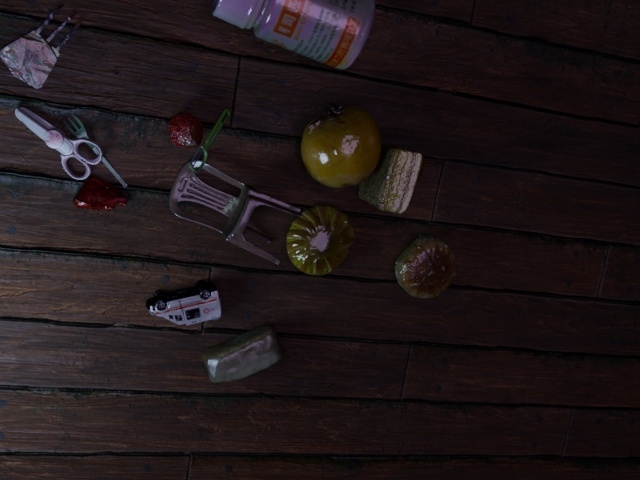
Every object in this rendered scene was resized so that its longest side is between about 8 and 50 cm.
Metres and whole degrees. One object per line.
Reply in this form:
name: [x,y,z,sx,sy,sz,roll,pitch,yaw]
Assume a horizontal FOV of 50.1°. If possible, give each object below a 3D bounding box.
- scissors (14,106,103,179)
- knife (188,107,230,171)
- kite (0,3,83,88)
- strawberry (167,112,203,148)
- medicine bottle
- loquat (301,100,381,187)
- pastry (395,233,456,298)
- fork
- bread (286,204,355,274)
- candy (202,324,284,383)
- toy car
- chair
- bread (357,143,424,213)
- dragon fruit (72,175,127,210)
scissors: [-0.691,-0.267,1.796,0.242,0.030,0.118,40,107,-16]
knife: [-0.296,-0.273,1.877,0.212,0.015,0.054,-64,148,-20]
kite: [-0.709,-0.507,1.752,0.127,0.016,0.229,39,91,-23]
strawberry: [-0.363,-0.294,1.850,0.106,0.106,0.106,-3,103,-14]
medicine bottle: [-0.070,-0.613,1.792,0.388,0.219,0.219,18,97,-18]
loquat: [0.056,-0.268,1.903,0.244,0.244,0.244,-3,103,-14]
pastry: [0.330,0.086,2.126,0.182,0.093,0.192,41,89,-22]
fork: [-0.597,-0.236,1.840,0.039,0.021,0.235,-37,109,-1]
bread: [0.000,0.000,2.013,0.213,0.105,0.213,-2,102,-11]
candy: [-0.228,0.339,2.028,0.234,0.102,0.104,-24,108,-10]
toy car: [-0.388,0.189,1.959,0.210,0.089,0.108,-12,110,-16]
chair: [-0.242,-0.088,1.886,0.326,0.183,0.175,23,95,-20]
bread: [0.202,-0.180,1.955,0.110,0.234,0.184,13,99,-16]
dragon fruit: [-0.593,-0.108,1.848,0.131,0.063,0.097,25,95,-19]
